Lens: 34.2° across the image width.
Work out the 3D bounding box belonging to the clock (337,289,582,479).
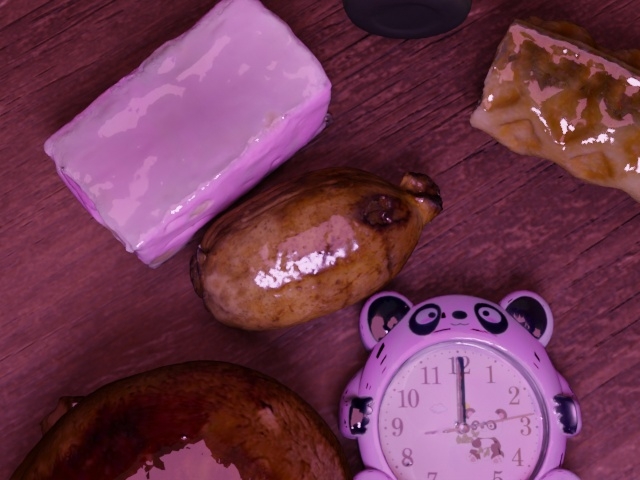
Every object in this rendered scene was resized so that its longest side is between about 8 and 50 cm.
[{"bbox_3d":[0.130,0.170,0.975,0.227,0.090,0.248,0,73,0],"label":"clock"}]

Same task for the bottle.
[{"bbox_3d":[0.093,-0.356,1.098,0.156,0.143,0.271,-8,74,39],"label":"bottle"}]

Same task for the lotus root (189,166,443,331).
[{"bbox_3d":[0.000,0.000,0.998,0.260,0.128,0.145,-21,36,-6],"label":"lotus root"}]

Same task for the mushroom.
[{"bbox_3d":[-0.126,0.275,0.875,0.345,0.345,0.239,36,37,10],"label":"mushroom"}]

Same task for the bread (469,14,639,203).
[{"bbox_3d":[0.293,-0.122,1.033,0.267,0.130,0.152,24,72,6],"label":"bread"}]

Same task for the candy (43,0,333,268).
[{"bbox_3d":[-0.127,-0.109,1.043,0.265,0.116,0.155,-41,81,-8],"label":"candy"}]
